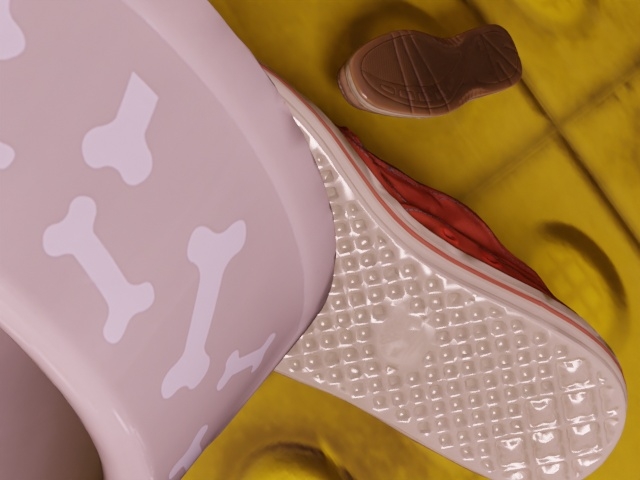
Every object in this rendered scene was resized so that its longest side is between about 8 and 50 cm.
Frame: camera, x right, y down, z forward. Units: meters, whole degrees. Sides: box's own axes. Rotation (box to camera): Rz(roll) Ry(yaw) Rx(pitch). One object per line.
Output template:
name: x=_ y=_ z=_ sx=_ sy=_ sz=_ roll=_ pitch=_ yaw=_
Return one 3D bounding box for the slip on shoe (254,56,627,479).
slip on shoe: x=0.000 y=0.000 z=0.936 sx=0.331 sy=0.123 sz=0.101 roll=33 pitch=16 yaw=-14

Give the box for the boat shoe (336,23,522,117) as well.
boat shoe: x=0.053 y=-0.084 z=1.060 sx=0.135 sy=0.045 sz=0.050 roll=-10 pitch=80 yaw=-47

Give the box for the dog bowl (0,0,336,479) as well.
dog bowl: x=-0.173 y=-0.017 z=0.637 sx=0.348 sy=0.349 sz=0.102 roll=36 pitch=61 yaw=-18
